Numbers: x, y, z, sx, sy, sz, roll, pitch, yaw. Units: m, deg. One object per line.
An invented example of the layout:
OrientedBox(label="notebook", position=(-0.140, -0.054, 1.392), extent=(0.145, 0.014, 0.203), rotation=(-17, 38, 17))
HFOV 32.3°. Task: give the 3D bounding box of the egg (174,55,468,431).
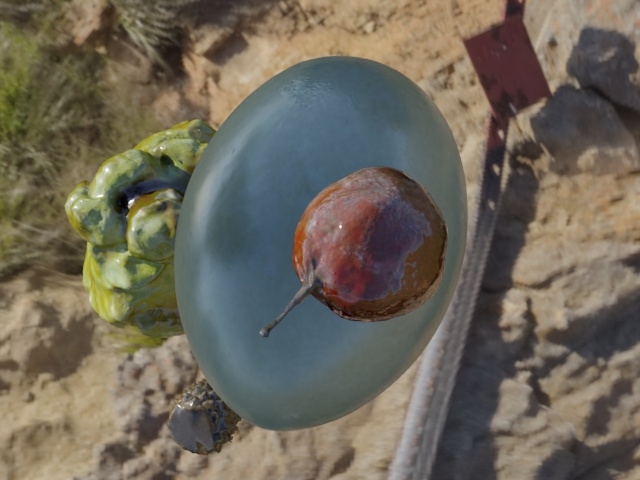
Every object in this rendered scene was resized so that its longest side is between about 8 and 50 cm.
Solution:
OrientedBox(label="egg", position=(0.000, 0.000, 0.721), extent=(0.186, 0.186, 0.253), rotation=(12, 74, 20))

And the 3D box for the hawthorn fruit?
OrientedBox(label="hawthorn fruit", position=(0.008, 0.012, 0.466), extent=(0.103, 0.067, 0.067), rotation=(-32, 66, -28))

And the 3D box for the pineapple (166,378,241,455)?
OrientedBox(label="pineapple", position=(-0.100, 0.162, 1.163), extent=(0.074, 0.159, 0.074), rotation=(7, 112, 19))

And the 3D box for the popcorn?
OrientedBox(label="popcorn", position=(-0.176, -0.023, 1.315), extent=(0.225, 0.276, 0.277), rotation=(-1, 77, -2))
